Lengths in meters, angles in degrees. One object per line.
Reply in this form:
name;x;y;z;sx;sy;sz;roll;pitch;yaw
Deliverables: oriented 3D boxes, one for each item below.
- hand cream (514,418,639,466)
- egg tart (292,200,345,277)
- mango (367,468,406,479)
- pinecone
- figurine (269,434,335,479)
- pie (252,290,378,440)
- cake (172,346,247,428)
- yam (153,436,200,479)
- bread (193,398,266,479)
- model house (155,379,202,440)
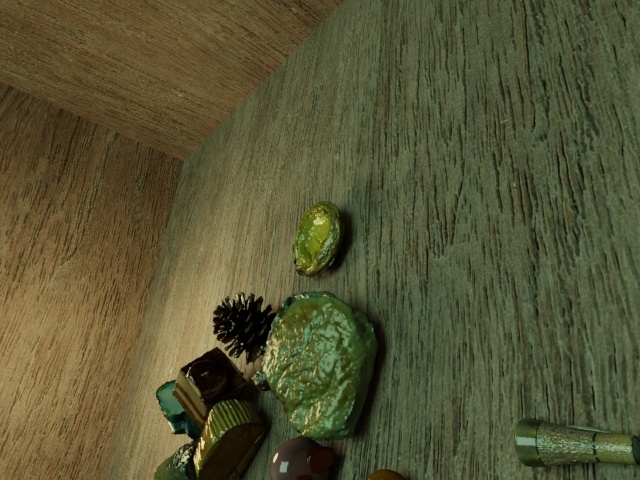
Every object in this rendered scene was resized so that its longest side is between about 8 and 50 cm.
hand cream;0.443;0.353;0.875;0.203;0.084;0.084;-19;56;45
egg tart;0.000;0.000;1.768;0.279;0.095;0.278;-31;51;49
mango;0.170;0.591;1.142;0.105;0.084;0.159;-44;56;8
pinecone;-0.274;0.302;1.850;0.264;0.264;0.264;-35;44;42
figurine;-0.059;0.624;1.386;0.173;0.173;0.173;-35;44;42
pie;0.000;0.349;1.470;0.418;0.180;0.395;21;89;51
cake;-0.395;0.511;1.828;0.196;0.199;0.293;47;141;20
yam;-0.484;0.861;1.871;0.300;0.195;0.195;-45;38;35
bread;-0.323;0.679;1.722;0.156;0.204;0.288;40;110;51
model house;-0.525;0.712;2.037;0.261;0.226;0.241;26;123;61
